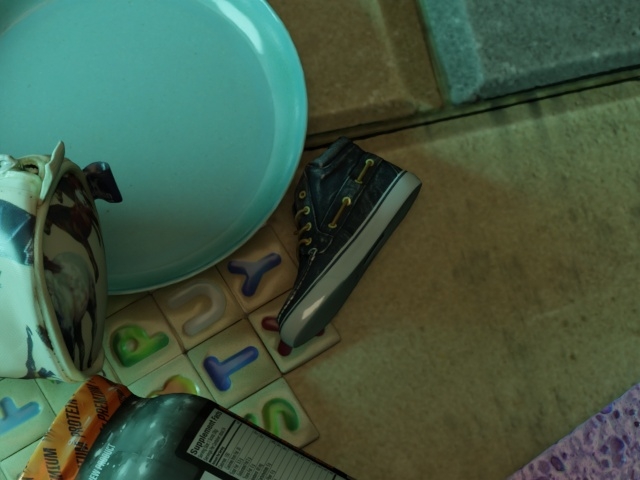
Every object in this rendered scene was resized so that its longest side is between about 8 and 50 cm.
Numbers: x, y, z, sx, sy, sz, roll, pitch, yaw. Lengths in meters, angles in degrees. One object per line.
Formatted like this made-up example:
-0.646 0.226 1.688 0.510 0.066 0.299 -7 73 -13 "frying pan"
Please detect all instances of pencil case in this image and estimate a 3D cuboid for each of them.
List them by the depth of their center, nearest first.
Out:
-0.359 0.006 1.160 0.410 0.160 0.183 2 111 10 "pencil case"

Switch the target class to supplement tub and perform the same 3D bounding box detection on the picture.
-0.052 0.244 1.110 0.338 0.207 0.207 28 75 4 "supplement tub"

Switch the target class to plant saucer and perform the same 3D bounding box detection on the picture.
-0.168 -0.100 1.290 0.318 0.043 0.317 0 71 0 "plant saucer"

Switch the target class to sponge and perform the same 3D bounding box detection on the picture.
0.220 0.204 1.229 0.210 0.031 0.117 -34 78 -11 "sponge"

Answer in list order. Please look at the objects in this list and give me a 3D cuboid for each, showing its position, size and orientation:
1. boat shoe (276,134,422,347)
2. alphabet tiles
0.000 0.000 1.264 0.083 0.065 0.183 32 63 11 "boat shoe"
-0.172 0.096 1.257 0.342 0.011 0.285 -30 77 -10 "alphabet tiles"
